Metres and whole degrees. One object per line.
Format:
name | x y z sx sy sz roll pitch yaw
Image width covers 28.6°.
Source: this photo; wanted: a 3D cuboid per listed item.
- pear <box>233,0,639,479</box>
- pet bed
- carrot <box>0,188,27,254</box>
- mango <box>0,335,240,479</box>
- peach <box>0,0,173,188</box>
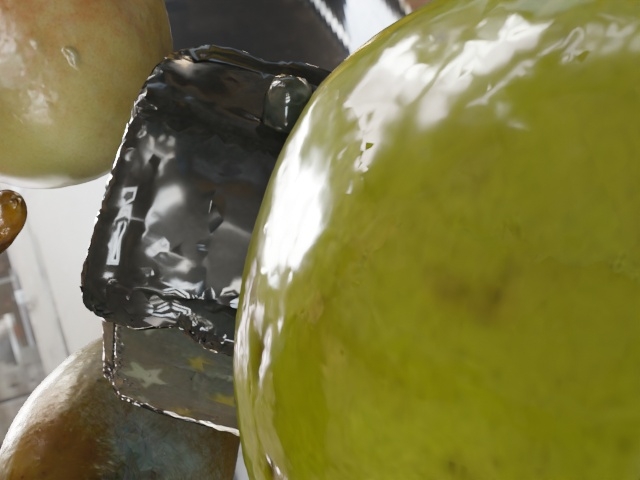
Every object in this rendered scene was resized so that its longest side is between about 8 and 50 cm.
pear | 0.110 0.063 0.450 0.287 0.287 0.375 -124 31 -53
pet bed | 0.000 0.000 0.650 0.159 0.210 0.183 103 -177 -55
carrot | -0.232 0.018 0.751 0.209 0.061 0.061 -33 70 41
mango | -0.150 0.172 1.064 0.146 0.316 0.193 -31 102 43
peach | -0.219 -0.156 0.929 0.232 0.232 0.233 165 90 -76
